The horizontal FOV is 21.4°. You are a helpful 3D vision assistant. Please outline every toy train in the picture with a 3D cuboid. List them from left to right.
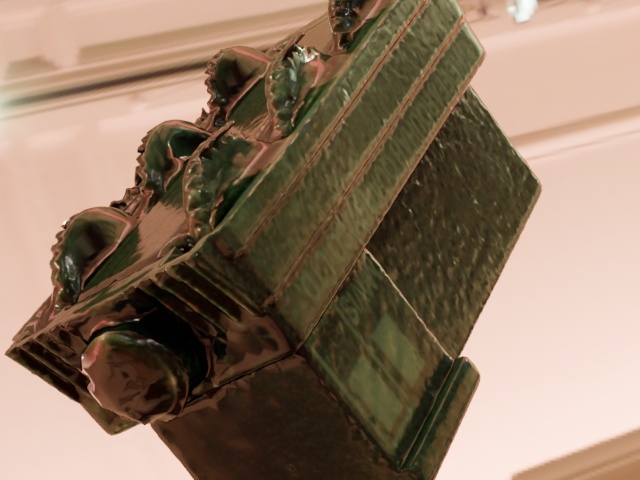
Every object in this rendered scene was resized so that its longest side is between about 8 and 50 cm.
[{"bbox_3d":[0.000,0.000,0.790,0.178,0.138,0.330,52,-144,-13],"label":"toy train"}]
